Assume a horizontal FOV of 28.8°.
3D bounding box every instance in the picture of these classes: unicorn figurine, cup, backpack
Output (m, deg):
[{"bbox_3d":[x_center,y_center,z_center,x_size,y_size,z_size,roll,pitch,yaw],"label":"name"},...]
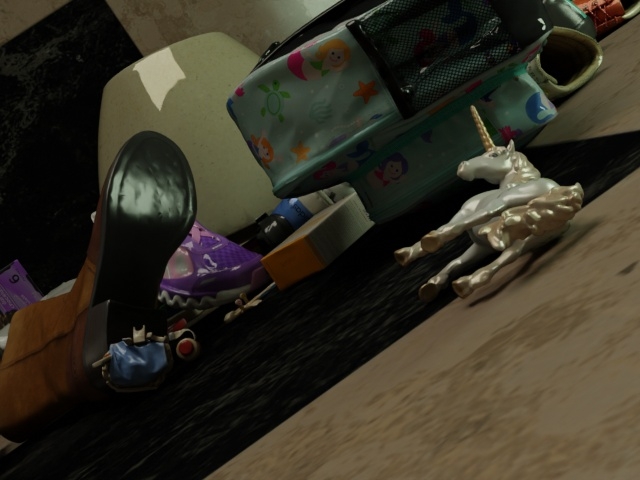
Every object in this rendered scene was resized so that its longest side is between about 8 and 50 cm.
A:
[{"bbox_3d":[0.095,-0.014,0.694,0.111,0.060,0.162,-35,22,-14],"label":"unicorn figurine"},{"bbox_3d":[-0.141,-0.111,1.525,0.331,0.237,0.331,-26,-2,-1],"label":"cup"},{"bbox_3d":[0.060,-0.118,0.996,0.253,0.191,0.225,-25,1,7],"label":"backpack"}]

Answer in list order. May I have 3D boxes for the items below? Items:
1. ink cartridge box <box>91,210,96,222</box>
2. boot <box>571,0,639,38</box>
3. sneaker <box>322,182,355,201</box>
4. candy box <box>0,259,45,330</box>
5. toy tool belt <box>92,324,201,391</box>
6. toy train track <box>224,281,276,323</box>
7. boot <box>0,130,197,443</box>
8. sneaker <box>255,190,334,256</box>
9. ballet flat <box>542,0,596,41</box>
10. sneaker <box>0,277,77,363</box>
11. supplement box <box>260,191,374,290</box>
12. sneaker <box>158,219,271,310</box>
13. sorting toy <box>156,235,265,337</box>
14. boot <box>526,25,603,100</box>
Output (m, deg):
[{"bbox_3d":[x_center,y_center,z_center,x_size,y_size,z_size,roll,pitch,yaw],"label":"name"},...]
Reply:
[{"bbox_3d":[-0.144,-0.100,2.039,0.395,0.166,0.285,-32,6,10],"label":"ink cartridge box"},{"bbox_3d":[0.301,-0.251,1.412,0.158,0.059,0.084,-35,11,-14],"label":"boot"},{"bbox_3d":[0.057,-0.152,1.399,0.229,0.086,0.132,-84,16,-47],"label":"sneaker"},{"bbox_3d":[-0.417,0.146,1.569,0.070,0.165,0.196,-30,8,46],"label":"candy box"},{"bbox_3d":[-0.145,0.098,1.047,0.083,0.052,0.051,-16,-17,5],"label":"toy tool belt"},{"bbox_3d":[-0.061,0.050,1.171,0.083,0.014,0.048,-38,7,-36],"label":"toy train track"},{"bbox_3d":[-0.230,0.050,1.242,0.096,0.264,0.280,11,-24,-33],"label":"boot"},{"bbox_3d":[-0.024,-0.014,1.253,0.084,0.058,0.152,-44,-4,5],"label":"sneaker"},{"bbox_3d":[0.168,-0.181,1.364,0.280,0.096,0.095,-31,8,27],"label":"ballet flat"},{"bbox_3d":[-0.295,0.109,1.437,0.281,0.105,0.115,-25,22,41],"label":"sneaker"},{"bbox_3d":[0.000,0.000,1.125,0.062,0.036,0.098,-29,8,43],"label":"supplement box"},{"bbox_3d":[-0.149,0.001,1.278,0.236,0.105,0.095,14,25,42],"label":"sneaker"},{"bbox_3d":[-0.168,0.068,1.438,0.132,0.046,0.274,-30,8,35],"label":"sorting toy"},{"bbox_3d":[0.140,-0.136,1.146,0.213,0.077,0.165,-17,-2,-36],"label":"boot"}]
